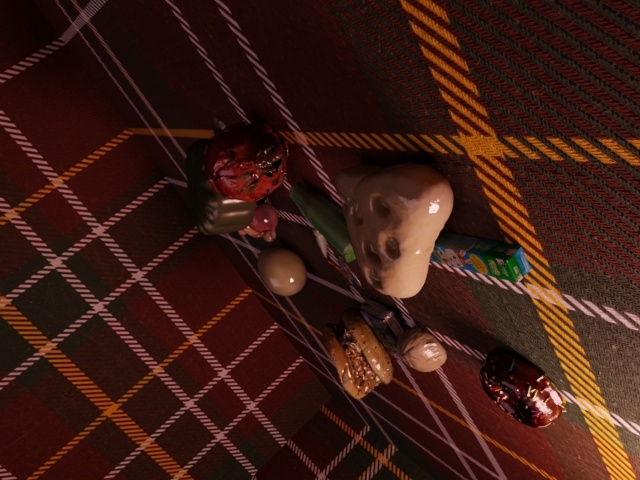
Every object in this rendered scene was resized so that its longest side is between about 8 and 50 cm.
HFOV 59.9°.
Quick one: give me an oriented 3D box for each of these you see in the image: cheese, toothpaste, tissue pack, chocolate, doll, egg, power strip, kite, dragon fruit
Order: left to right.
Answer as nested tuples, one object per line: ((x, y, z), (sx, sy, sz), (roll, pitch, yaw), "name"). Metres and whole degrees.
((-0.360, -0.400, 1.977), (0.051, 0.019, 0.136), (49, 163, 4), "power strip")
((-0.211, -0.235, 1.620), (0.299, 0.244, 0.244), (-10, 122, 50), "dragon fruit")
((-0.266, -0.084, 2.211), (0.256, 0.152, 0.196), (22, 136, 63), "doll")
((-0.166, 0.121, 2.338), (0.253, 0.189, 0.188), (45, 164, 32), "egg")
((0.000, 0.000, 1.934), (0.064, 0.041, 0.218), (55, 169, 23), "toothpaste")
((0.016, -0.069, 1.653), (0.291, 0.110, 0.110), (44, 162, 24), "chocolate")
((0.092, 0.128, 2.026), (0.189, 0.009, 0.232), (39, 160, 27), "kite")
((0.247, 0.325, 1.965), (0.235, 0.073, 0.173), (55, 164, -21), "tissue pack")
((0.178, -0.009, 1.224), (0.351, 0.130, 0.328), (13, 123, 63), "cheese")
((0.321, 0.027, 1.190), (0.267, 0.050, 0.065), (16, 141, 59), "toothpaste")

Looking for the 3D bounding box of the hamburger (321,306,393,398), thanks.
((0.147, 0.437, 2.098), (0.317, 0.195, 0.276), (58, -175, -24), "hamburger")

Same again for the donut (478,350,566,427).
((0.515, 0.394, 1.445), (0.235, 0.089, 0.235), (41, 160, 19), "donut")

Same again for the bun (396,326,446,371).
((0.318, 0.360, 1.802), (0.167, 0.113, 0.173), (27, 155, 50), "bun")

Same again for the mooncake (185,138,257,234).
((-0.367, -0.187, 1.980), (0.351, 0.188, 0.350), (17, 110, 56), "mooncake")
